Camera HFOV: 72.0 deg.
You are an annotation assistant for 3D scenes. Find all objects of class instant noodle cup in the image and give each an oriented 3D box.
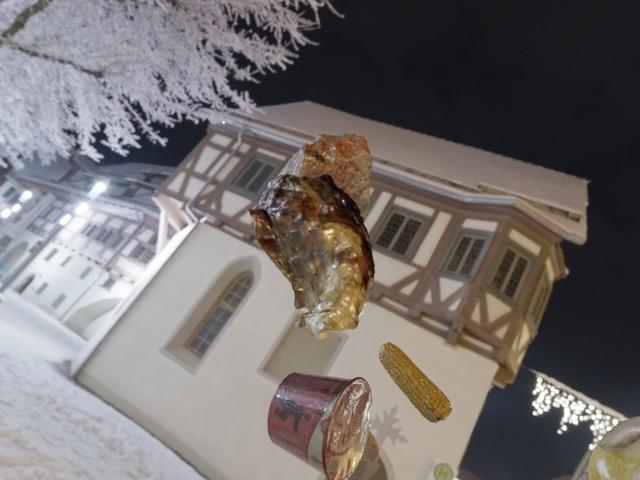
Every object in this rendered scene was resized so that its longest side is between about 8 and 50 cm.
[{"bbox_3d":[-0.002,0.420,1.042,0.178,0.235,0.235,6,-34,33],"label":"instant noodle cup"}]

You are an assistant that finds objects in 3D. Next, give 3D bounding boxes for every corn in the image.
[{"bbox_3d":[0.291,0.452,1.408,0.293,0.106,0.106,45,-15,31],"label":"corn"}]

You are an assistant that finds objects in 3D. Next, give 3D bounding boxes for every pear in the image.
[{"bbox_3d":[0.407,0.290,0.511,0.177,0.178,0.178,28,-23,13],"label":"pear"}]

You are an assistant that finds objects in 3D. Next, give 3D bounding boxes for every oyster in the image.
[{"bbox_3d":[0.002,-0.007,0.695,0.271,0.275,0.101,36,-35,18],"label":"oyster"}]

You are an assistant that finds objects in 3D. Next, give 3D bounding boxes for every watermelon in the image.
[{"bbox_3d":[0.008,-0.134,1.188,0.151,0.263,0.302,50,-49,48],"label":"watermelon"}]

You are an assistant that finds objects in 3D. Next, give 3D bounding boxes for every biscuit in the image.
[{"bbox_3d":[0.104,0.637,1.452,0.219,0.033,0.220,27,-47,34],"label":"biscuit"}]
